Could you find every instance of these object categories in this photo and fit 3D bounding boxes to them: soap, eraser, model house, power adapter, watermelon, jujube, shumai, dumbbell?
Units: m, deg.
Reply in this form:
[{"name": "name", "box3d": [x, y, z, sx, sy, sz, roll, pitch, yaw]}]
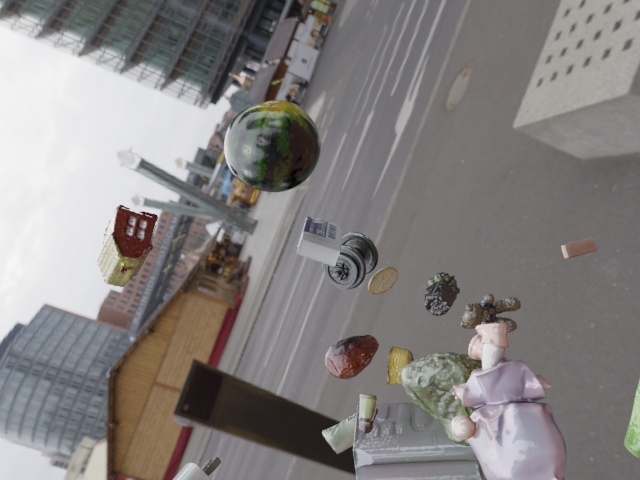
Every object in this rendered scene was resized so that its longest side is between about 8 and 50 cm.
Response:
[{"name": "soap", "box3d": [0.337, 0.730, 1.885, 0.350, 0.434, 0.213, -45, -52, -75]}, {"name": "eraser", "box3d": [0.000, 0.000, 1.616, 0.210, 0.124, 0.068, -80, 10, -70]}, {"name": "model house", "box3d": [-0.690, 0.035, 1.890, 0.196, 0.159, 0.254, -46, 34, 40]}, {"name": "power adapter", "box3d": [-0.414, 0.805, 1.770, 0.205, 0.125, 0.130, -44, 2, -39]}, {"name": "watermelon", "box3d": [-0.125, -0.256, 1.458, 0.269, 0.268, 0.269, -159, 90, -80]}, {"name": "jujube", "box3d": [0.131, 0.463, 2.176, 0.236, 0.168, 0.168, -27, -17, -34]}, {"name": "shumai", "box3d": [0.355, 0.434, 1.466, 0.225, 0.260, 0.222, 122, 162, -45]}, {"name": "dumbbell", "box3d": [0.122, 0.079, 2.164, 0.290, 0.192, 0.192, -39, -20, -55]}]

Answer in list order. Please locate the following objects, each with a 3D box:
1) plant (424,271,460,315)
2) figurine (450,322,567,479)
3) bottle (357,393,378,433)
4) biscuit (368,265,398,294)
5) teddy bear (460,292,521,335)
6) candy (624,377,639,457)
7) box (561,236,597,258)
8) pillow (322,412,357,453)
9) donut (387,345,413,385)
[{"name": "plant", "box3d": [0.347, 0.154, 1.536, 0.092, 0.094, 0.143, -52, 2, 35]}, {"name": "figurine", "box3d": [0.299, 0.269, 0.845, 0.133, 0.200, 0.276, -47, 44, 50]}, {"name": "bottle", "box3d": [0.123, 0.464, 1.430, 0.063, 0.047, 0.101, 124, 154, -69]}, {"name": "biscuit", "box3d": [0.261, 0.167, 2.215, 0.020, 0.151, 0.152, 52, 126, 42]}, {"name": "teddy bear", "box3d": [0.634, 0.288, 2.037, 0.129, 0.251, 0.182, 3, 89, 63]}, {"name": "candy", "box3d": [0.796, 0.339, 1.202, 0.142, 0.131, 0.344, 149, 144, -73]}, {"name": "box", "box3d": [0.828, 0.024, 1.715, 0.025, 0.115, 0.048, 131, 123, -74]}, {"name": "pillow", "box3d": [0.130, 0.766, 2.163, 0.229, 0.128, 0.051, -30, 15, 1]}, {"name": "donut", "box3d": [0.312, 0.484, 2.069, 0.217, 0.085, 0.141, -5, -85, -72]}]
